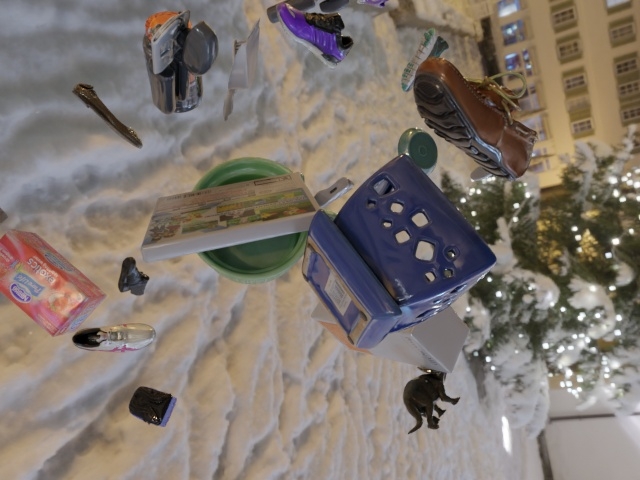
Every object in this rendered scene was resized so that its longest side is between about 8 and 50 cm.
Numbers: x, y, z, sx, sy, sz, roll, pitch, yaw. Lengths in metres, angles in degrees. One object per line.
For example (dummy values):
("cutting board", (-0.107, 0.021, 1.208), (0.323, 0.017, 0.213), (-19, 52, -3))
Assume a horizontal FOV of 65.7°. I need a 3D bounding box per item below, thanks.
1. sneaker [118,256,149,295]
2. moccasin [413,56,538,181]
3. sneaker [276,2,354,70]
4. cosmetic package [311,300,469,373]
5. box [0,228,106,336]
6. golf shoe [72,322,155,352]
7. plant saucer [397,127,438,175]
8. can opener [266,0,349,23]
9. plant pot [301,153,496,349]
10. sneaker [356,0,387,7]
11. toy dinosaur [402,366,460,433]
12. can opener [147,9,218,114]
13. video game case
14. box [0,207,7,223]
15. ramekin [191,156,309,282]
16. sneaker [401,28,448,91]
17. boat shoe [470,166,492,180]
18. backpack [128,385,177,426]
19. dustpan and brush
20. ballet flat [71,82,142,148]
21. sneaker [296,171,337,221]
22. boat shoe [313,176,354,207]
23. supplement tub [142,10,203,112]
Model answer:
("sneaker", (-0.576, 0.112, 1.547), (0.089, 0.170, 0.051), (-7, 47, -44))
("moccasin", (0.308, -0.238, 0.930), (0.379, 0.139, 0.147), (23, 99, -38))
("sneaker", (-0.005, -0.681, 1.574), (0.293, 0.146, 0.102), (24, 44, -43))
("cosmetic package", (0.206, 0.260, 1.574), (0.230, 0.453, 0.162), (44, 63, -28))
("box", (-0.806, 0.122, 1.439), (0.300, 0.154, 0.142), (41, -4, 1))
("golf shoe", (-0.491, 0.235, 1.179), (0.086, 0.185, 0.068), (113, -28, -79))
("plant saucer", (0.234, -0.208, 1.159), (0.119, 0.021, 0.120), (3, 84, -29))
("can opener", (-0.040, -0.793, 1.691), (0.076, 0.283, 0.095), (-106, 174, -53))
("plant pot", (0.103, 0.037, 0.826), (0.236, 0.212, 0.236), (54, -20, 18))
("sneaker", (0.187, -0.785, 1.503), (0.095, 0.104, 0.236), (-64, -174, -5))
("toy dinosaur", (0.306, 0.465, 1.470), (0.160, 0.121, 0.313), (45, 49, 15))
("can opener", (-0.229, -0.267, 0.789), (0.093, 0.280, 0.074), (44, 73, -11))
("video game case", (-0.179, -0.059, 1.008), (0.300, 0.328, 0.036), (-118, -162, -65))
("box", (-1.023, -0.170, 1.293), (0.318, 0.395, 0.097), (39, 69, -12))
("ramekin", (-0.168, -0.037, 1.218), (0.148, 0.303, 0.304), (112, -26, -72))
("sneaker", (0.275, -0.458, 1.296), (0.076, 0.167, 0.065), (18, 31, -23))
("boat shoe", (0.552, -0.224, 1.585), (0.040, 0.142, 0.049), (33, 42, -43))
("backpack", (-0.503, 0.496, 1.476), (0.101, 0.120, 0.098), (95, 13, -59))
("dustpan and brush", (-0.170, -0.339, 1.024), (0.147, 0.060, 0.211), (-83, -177, -50))
("ballet flat", (-0.636, -0.380, 1.507), (0.250, 0.084, 0.058), (44, 75, -21))
("sneaker", (-0.017, -0.128, 1.751), (0.094, 0.150, 0.256), (-81, 166, -58))
("boat shoe", (0.027, -0.096, 1.027), (0.035, 0.100, 0.035), (16, 47, -51))
("supplement tub", (-0.561, -0.676, 1.896), (0.338, 0.206, 0.207), (105, -10, -57))
